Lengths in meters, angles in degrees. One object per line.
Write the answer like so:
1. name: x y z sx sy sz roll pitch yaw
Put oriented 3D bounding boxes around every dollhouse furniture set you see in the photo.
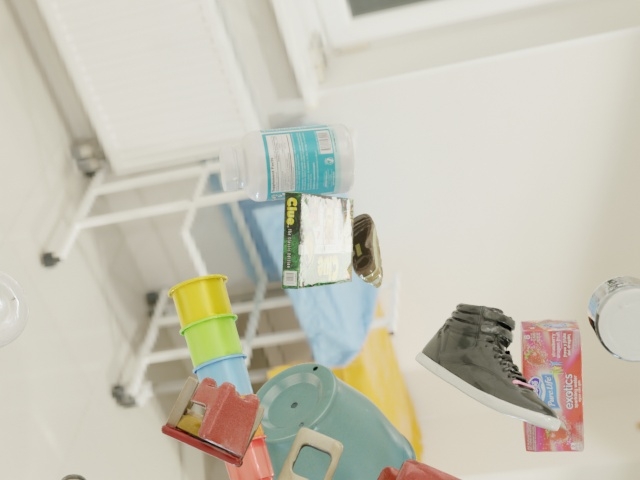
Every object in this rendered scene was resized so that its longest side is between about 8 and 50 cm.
1. dollhouse furniture set: -0.013 0.286 1.178 0.201 0.374 0.152 101 13 -74

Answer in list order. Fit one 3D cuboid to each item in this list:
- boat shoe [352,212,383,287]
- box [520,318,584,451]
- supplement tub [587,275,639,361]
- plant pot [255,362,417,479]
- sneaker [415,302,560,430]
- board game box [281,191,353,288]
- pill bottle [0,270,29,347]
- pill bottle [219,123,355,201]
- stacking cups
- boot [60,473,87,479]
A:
1. boat shoe: 0.094 0.025 2.152 0.072 0.068 0.190 51 25 -34
2. box: 0.478 0.298 2.198 0.128 0.123 0.256 -33 121 -79
3. supplement tub: 0.479 0.117 1.652 0.190 0.117 0.116 -28 108 -79
4. plant pot: 0.000 0.372 1.936 0.255 0.272 0.271 57 25 -32
5. sneaker: 0.288 0.192 1.714 0.105 0.296 0.146 29 90 -42
6. board game box: 0.000 0.000 1.571 0.260 0.030 0.136 -2 96 -72
7. pill bottle: -0.540 0.121 1.630 0.121 0.221 0.121 10 72 -33
8. pill bottle: -0.070 -0.157 2.167 0.146 0.264 0.146 174 -90 -81
9. stacking cups: -0.148 0.214 1.579 0.096 0.096 0.316 31 42 -71
10. boot: -0.420 0.518 1.802 0.137 0.077 0.197 -119 -159 -70
